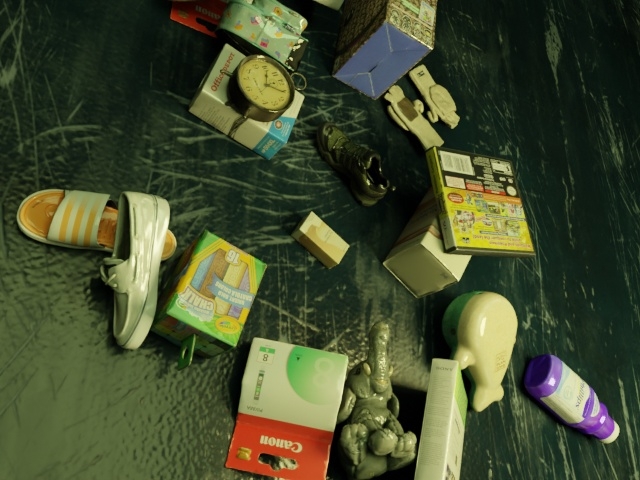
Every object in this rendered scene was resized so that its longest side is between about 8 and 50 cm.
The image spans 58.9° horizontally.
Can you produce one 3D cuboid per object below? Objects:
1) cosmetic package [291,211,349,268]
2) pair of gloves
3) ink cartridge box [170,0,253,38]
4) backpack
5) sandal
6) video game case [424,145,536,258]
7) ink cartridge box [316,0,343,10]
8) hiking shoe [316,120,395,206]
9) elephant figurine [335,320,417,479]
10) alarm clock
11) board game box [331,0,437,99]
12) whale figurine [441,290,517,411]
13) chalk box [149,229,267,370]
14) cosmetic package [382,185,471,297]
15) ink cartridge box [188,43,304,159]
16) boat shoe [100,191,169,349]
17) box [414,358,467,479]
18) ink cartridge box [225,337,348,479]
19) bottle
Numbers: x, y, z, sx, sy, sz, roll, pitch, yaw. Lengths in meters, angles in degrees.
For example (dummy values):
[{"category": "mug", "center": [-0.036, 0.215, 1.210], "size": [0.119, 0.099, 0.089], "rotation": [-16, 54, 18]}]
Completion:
[{"category": "cosmetic package", "center": [0.000, 0.000, 1.219], "size": [0.115, 0.041, 0.060], "rotation": [41, 54, -13]}, {"category": "pair of gloves", "center": [0.278, -0.357, 1.545], "size": [0.204, 0.042, 0.240], "rotation": [47, 52, -4]}, {"category": "ink cartridge box", "center": [-0.232, -0.574, 1.292], "size": [0.188, 0.066, 0.233], "rotation": [14, 60, -28]}, {"category": "backpack", "center": [-0.128, -0.449, 1.233], "size": [0.188, 0.166, 0.145], "rotation": [20, 96, -16]}, {"category": "sandal", "center": [-0.368, -0.034, 0.971], "size": [0.265, 0.076, 0.102], "rotation": [15, 64, -28]}, {"category": "video game case", "center": [0.373, -0.085, 1.314], "size": [0.274, 0.035, 0.249], "rotation": [4, 69, -33]}, {"category": "ink cartridge box", "center": [-0.107, -0.745, 1.325], "size": [0.394, 0.166, 0.286], "rotation": [12, 46, -29]}, {"category": "hiking shoe", "center": [0.086, -0.193, 1.307], "size": [0.227, 0.114, 0.086], "rotation": [51, 52, -5]}, {"category": "elephant figurine", "center": [0.091, 0.315, 1.093], "size": [0.240, 0.185, 0.169], "rotation": [-103, 166, -45]}, {"category": "alarm clock", "center": [-0.105, -0.309, 1.151], "size": [0.192, 0.064, 0.130], "rotation": [-23, 86, -34]}, {"category": "board game box", "center": [0.164, -0.551, 1.428], "size": [0.141, 0.232, 0.291], "rotation": [22, 60, -24]}, {"category": "whale figurine", "center": [0.362, 0.250, 1.320], "size": [0.216, 0.141, 0.272], "rotation": [-15, 104, -36]}, {"category": "chalk box", "center": [-0.207, 0.117, 0.982], "size": [0.132, 0.132, 0.213], "rotation": [32, 56, -19]}, {"category": "cosmetic package", "center": [0.291, -0.025, 1.352], "size": [0.129, 0.153, 0.296], "rotation": [43, 53, -10]}, {"category": "ink cartridge box", "center": [-0.155, -0.293, 1.208], "size": [0.203, 0.086, 0.148], "rotation": [30, 58, -21]}, {"category": "boat shoe", "center": [-0.318, 0.047, 0.932], "size": [0.084, 0.095, 0.259], "rotation": [13, 78, -43]}, {"category": "box", "center": [0.237, 0.425, 1.113], "size": [0.232, 0.058, 0.322], "rotation": [63, 38, -52]}, {"category": "ink cartridge box", "center": [-0.058, 0.299, 1.008], "size": [0.180, 0.056, 0.225], "rotation": [11, 61, 3]}, {"category": "bottle", "center": [0.642, 0.410, 1.441], "size": [0.282, 0.092, 0.118], "rotation": [41, 54, -13]}]
